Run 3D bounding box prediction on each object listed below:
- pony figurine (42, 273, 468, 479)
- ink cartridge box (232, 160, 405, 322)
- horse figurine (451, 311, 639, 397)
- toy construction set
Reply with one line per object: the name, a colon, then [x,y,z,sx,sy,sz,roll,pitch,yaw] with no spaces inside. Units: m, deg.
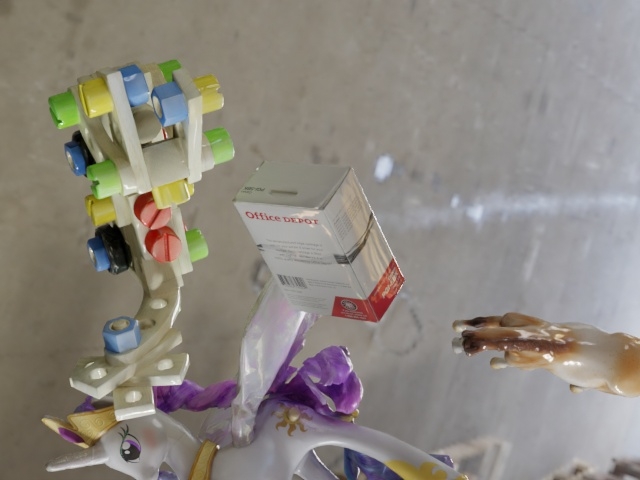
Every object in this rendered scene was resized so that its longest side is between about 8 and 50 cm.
pony figurine: [-0.046,0.193,1.390,0.351,0.363,0.303,-48,169,-35]
ink cartridge box: [0.000,0.000,1.190,0.056,0.099,0.135,-55,135,-33]
horse figurine: [0.236,0.112,1.306,0.174,0.263,0.066,146,-40,-77]
toy construction set: [-0.153,-0.016,1.218,0.151,0.215,0.327,-7,116,-27]
